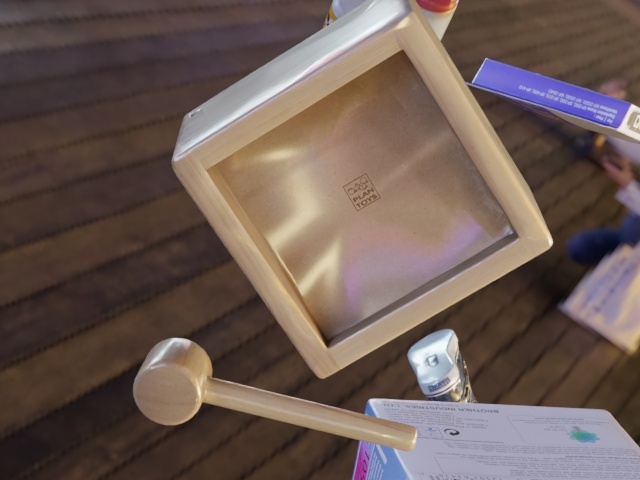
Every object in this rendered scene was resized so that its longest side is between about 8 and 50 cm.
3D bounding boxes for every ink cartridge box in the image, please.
[{"bbox_3d":[0.299,-0.168,1.837,0.206,0.045,0.208,22,7,32],"label":"ink cartridge box"},{"bbox_3d":[0.195,0.289,1.378,0.270,0.151,0.395,4,15,-11],"label":"ink cartridge box"}]

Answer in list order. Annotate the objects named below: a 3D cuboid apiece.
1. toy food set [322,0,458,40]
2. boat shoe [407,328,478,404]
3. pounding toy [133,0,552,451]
[{"bbox_3d":[0.080,-0.242,1.141,0.111,0.104,0.232,25,54,0],"label":"toy food set"},{"bbox_3d":[0.152,0.174,1.851,0.083,0.065,0.183,63,10,-14],"label":"boat shoe"},{"bbox_3d":[0.000,0.010,0.728,0.181,0.206,0.094,56,11,-16],"label":"pounding toy"}]
